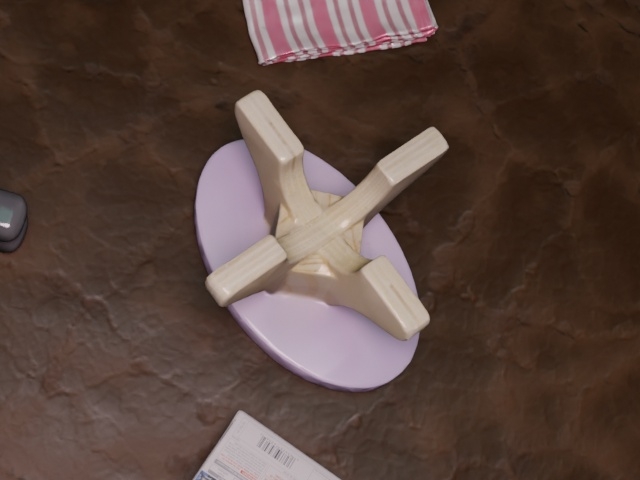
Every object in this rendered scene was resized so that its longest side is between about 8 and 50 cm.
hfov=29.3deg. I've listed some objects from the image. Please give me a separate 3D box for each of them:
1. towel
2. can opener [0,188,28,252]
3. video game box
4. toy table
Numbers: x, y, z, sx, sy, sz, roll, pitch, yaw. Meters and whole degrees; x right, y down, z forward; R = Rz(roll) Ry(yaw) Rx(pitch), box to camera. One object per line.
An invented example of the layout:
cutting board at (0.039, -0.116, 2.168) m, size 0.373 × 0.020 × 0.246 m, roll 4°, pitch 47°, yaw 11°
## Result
towel at (0.013, -0.262, 1.270) m, size 0.197 × 0.029 × 0.144 m, roll -11°, pitch 75°, yaw -15°
can opener at (-0.397, -0.074, 1.099) m, size 0.283 × 0.076 × 0.095 m, roll 17°, pitch 71°, yaw -8°
video game box at (-0.033, 0.271, 1.042) m, size 0.205 × 0.048 × 0.187 m, roll 35°, pitch 40°, yaw 1°
toy table at (0.000, 0.000, 1.115) m, size 0.274 × 0.161 × 0.252 m, roll 42°, pitch 69°, yaw 4°
